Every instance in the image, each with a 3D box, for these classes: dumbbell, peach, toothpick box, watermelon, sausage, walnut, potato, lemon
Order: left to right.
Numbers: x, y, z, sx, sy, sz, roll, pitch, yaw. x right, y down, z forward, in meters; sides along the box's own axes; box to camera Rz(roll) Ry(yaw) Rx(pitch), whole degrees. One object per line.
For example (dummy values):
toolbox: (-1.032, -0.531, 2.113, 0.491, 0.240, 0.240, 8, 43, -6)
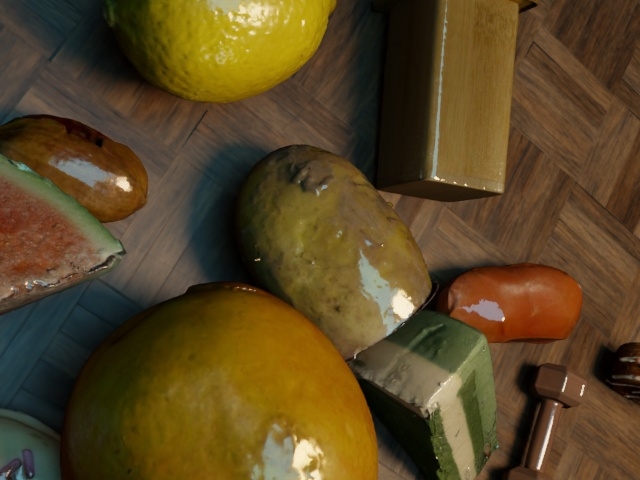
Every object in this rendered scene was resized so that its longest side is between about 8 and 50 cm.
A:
watermelon: (-0.388, 0.006, 0.884, 0.310, 0.193, 0.232, 31, 56, -27)
walnut: (-0.307, -0.089, 1.001, 0.207, 0.116, 0.116, 20, 75, -15)
lemon: (-0.120, -0.299, 1.043, 0.319, 0.245, 0.245, -15, 91, -31)
peach: (-0.101, 0.218, 0.911, 0.372, 0.290, 0.373, 0, 64, 1)
potato: (0.000, 0.000, 1.097, 0.229, 0.229, 0.266, -39, 98, -25)
toothpick box: (0.189, -0.223, 1.233, 0.190, 0.187, 0.308, 7, 84, -27)
sausage: (0.292, 0.099, 1.274, 0.258, 0.133, 0.133, 0, 84, -24)
dumbbell: (0.351, 0.311, 1.301, 0.092, 0.082, 0.231, 28, 72, -21)

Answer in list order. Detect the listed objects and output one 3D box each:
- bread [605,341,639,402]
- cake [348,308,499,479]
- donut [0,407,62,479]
bread: (0.564, 0.232, 1.379, 0.160, 0.160, 0.073, 34, 72, -20)
cake: (0.194, 0.252, 1.181, 0.158, 0.172, 0.284, -40, 104, -23)
donut: (-0.395, 0.366, 0.877, 0.382, 0.142, 0.383, 3, 83, -26)
